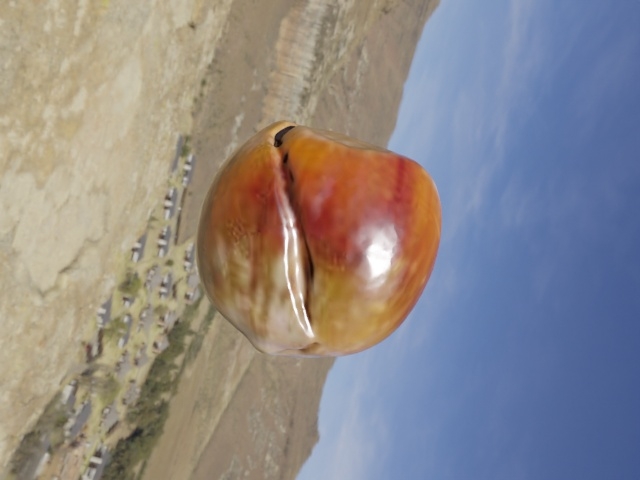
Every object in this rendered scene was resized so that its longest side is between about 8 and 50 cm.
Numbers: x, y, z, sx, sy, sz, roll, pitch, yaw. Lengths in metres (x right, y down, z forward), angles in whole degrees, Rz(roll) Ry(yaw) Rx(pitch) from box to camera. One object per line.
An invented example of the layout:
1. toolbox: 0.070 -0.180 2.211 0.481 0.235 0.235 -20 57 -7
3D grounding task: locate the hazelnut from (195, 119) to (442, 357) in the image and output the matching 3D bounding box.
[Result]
1. hazelnut: 0.000 0.000 0.909 0.315 0.372 0.373 69 32 -60
